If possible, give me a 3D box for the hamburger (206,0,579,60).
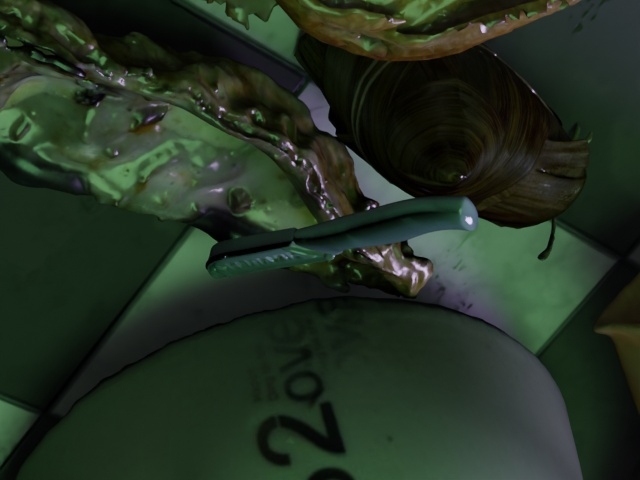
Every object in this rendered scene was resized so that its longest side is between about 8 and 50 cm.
[{"bbox_3d":[0.027,-0.193,0.651,0.245,0.211,0.260,22,110,-26],"label":"hamburger"}]

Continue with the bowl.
[{"bbox_3d":[0.004,0.218,0.918,0.354,0.185,0.353,-10,134,-10],"label":"bowl"}]

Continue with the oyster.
[{"bbox_3d":[-0.070,-0.045,0.811,0.345,0.078,0.129,25,144,-35],"label":"oyster"}]

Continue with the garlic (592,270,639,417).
[{"bbox_3d":[0.253,0.121,1.012,0.196,0.151,0.338,-6,138,-1],"label":"garlic"}]

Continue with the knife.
[{"bbox_3d":[0.000,0.001,0.776,0.028,0.210,0.015,16,73,-35],"label":"knife"}]

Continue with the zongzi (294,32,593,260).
[{"bbox_3d":[0.090,-0.034,0.799,0.187,0.184,0.084,31,106,-33],"label":"zongzi"}]
